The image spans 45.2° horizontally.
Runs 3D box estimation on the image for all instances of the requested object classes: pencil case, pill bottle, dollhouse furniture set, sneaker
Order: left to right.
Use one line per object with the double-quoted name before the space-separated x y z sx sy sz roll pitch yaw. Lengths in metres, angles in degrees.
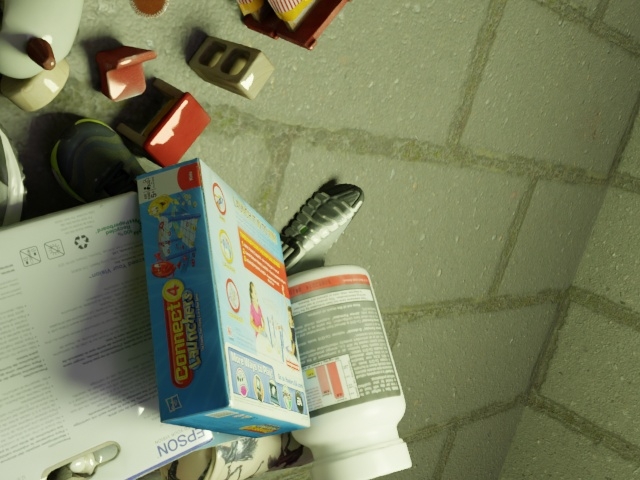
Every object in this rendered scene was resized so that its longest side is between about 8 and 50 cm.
"sneaker" -0.424 -0.021 0.915 0.108 0.100 0.271 1 110 -44
"sneaker" -0.255 -0.053 1.070 0.111 0.121 0.300 -52 142 -15
"dollhouse furniture set" -0.140 -0.286 1.040 0.374 0.152 0.201 -54 142 -11
"pencil case" -0.113 0.366 1.446 0.410 0.159 0.183 1 152 -47
"sneaker" 0.000 0.000 1.445 0.229 0.086 0.132 -41 143 -11
"pill bottle" 0.030 0.242 1.364 0.210 0.210 0.362 7 62 -51

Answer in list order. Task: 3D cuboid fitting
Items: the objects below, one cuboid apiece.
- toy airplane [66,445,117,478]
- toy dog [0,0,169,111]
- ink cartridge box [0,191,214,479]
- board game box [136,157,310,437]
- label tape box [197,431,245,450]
"toy airplane" -0.352 0.474 1.144 0.384 0.272 0.386 -56 132 -42
"toy dog" -0.279 -0.299 0.864 0.220 0.161 0.333 15 100 -52
"ink cartridge box" -0.320 0.142 0.887 0.324 0.071 0.330 -19 98 -32
"board game box" -0.118 0.092 1.006 0.308 0.086 0.301 48 29 -66
"label tape box" -0.166 0.185 1.165 0.334 0.106 0.240 12 64 -62
